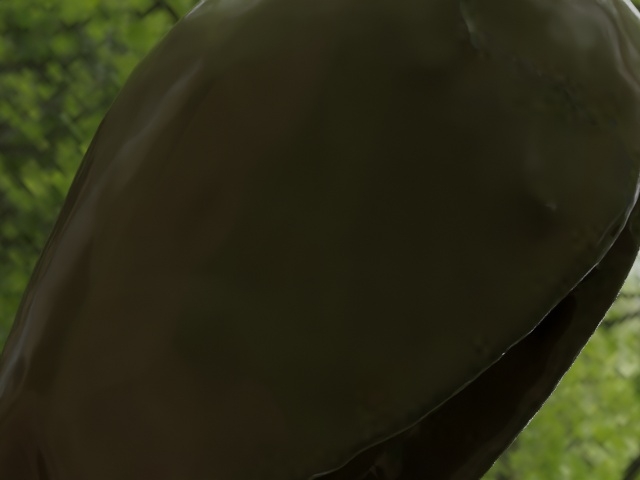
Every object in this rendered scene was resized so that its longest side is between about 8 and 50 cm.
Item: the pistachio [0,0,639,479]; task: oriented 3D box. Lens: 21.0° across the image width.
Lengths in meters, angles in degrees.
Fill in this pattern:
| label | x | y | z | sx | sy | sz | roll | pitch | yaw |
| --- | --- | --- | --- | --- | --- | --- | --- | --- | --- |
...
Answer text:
| label | x | y | z | sx | sy | sz | roll | pitch | yaw |
| --- | --- | --- | --- | --- | --- | --- | --- | --- | --- |
| pistachio | 0.000 | 0.000 | 0.453 | 0.152 | 0.223 | 0.126 | 29 | -19 | 41 |
